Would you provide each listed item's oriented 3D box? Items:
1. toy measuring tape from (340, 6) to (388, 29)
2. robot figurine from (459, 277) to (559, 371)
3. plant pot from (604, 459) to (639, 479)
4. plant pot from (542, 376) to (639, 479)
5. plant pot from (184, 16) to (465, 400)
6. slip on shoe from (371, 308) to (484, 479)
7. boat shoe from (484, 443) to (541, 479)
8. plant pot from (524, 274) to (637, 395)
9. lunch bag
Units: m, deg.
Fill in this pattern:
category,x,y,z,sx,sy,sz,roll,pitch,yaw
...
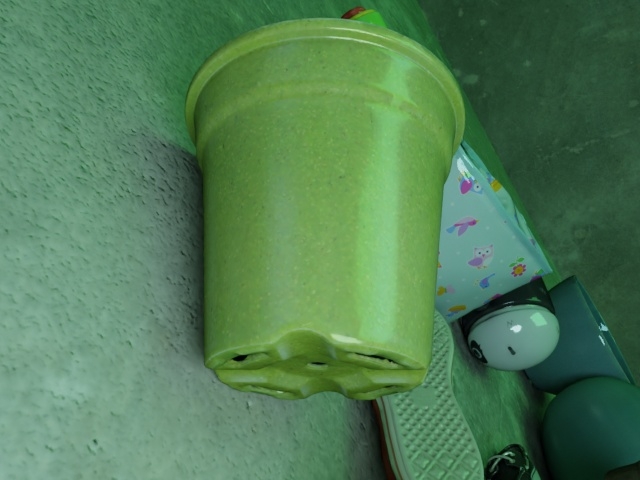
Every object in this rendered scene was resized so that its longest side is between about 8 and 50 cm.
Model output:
category,x,y,z,sx,sy,sz,roll,pitch,yaw
toy measuring tape,0.068,-0.441,1.167,0.121,0.121,0.330,61,26,0
robot figurine,0.344,0.113,1.065,0.209,0.174,0.278,2,51,-10
plant pot,0.365,0.445,0.708,0.263,0.229,0.263,42,33,-35
plant pot,0.575,0.413,1.076,0.293,0.293,0.235,45,15,-30
plant pot,0.000,0.000,0.497,0.276,0.276,0.254,33,50,-44
slip on shoe,0.107,0.183,0.662,0.331,0.123,0.101,-95,-169,-55
boat shoe,0.276,0.352,0.821,0.219,0.077,0.070,20,48,-64
plant pot,0.577,0.254,1.302,0.290,0.195,0.290,44,28,-31
lunch bag,0.173,-0.013,0.817,0.262,0.223,0.160,40,28,-34
